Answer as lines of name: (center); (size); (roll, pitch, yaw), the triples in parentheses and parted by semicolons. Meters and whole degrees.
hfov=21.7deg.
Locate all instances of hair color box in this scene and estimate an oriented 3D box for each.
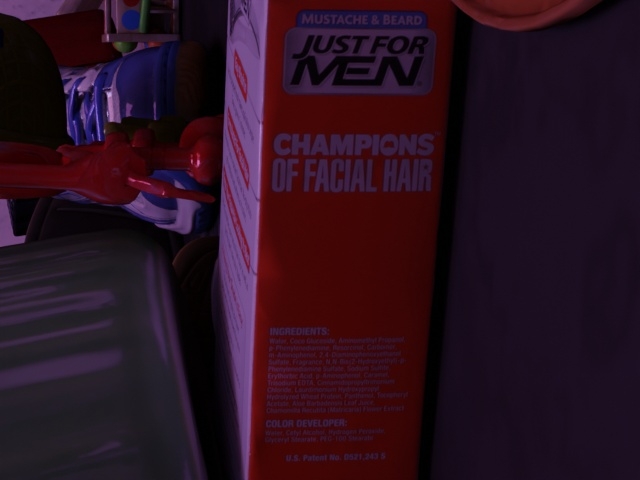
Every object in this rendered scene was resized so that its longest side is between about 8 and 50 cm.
hair color box: (0.000, 0.000, 0.481); (0.093, 0.053, 0.167); (-111, 21, -66)

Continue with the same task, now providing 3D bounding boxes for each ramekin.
ramekin: (-0.094, 0.141, 0.571); (0.303, 0.148, 0.303); (166, 90, -88)

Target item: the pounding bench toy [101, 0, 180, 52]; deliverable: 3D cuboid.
pounding bench toy: (-0.122, -0.161, 1.140); (0.083, 0.052, 0.065); (-151, 61, -78)

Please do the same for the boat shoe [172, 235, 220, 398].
boat shoe: (-0.050, 0.075, 0.747); (0.049, 0.056, 0.152); (162, 107, -74)

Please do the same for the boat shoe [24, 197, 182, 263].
boat shoe: (-0.146, 0.088, 1.123); (0.104, 0.110, 0.307); (106, 161, -53)

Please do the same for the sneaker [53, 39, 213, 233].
sneaker: (-0.137, -0.059, 1.021); (0.296, 0.131, 0.112); (168, 103, -78)

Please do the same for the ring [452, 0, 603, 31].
ring: (0.037, -0.211, 0.333); (0.336, 0.032, 0.337); (179, 90, -79)

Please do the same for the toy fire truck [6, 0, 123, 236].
toy fire truck: (-0.194, -0.148, 1.356); (0.217, 0.158, 0.246); (133, 125, -76)

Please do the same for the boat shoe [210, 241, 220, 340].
boat shoe: (-0.007, -0.022, 0.548); (0.040, 0.049, 0.142); (-104, 23, -73)

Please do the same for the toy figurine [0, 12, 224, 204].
toy figurine: (-0.123, -0.134, 0.679); (0.362, 0.191, 0.217); (-72, -17, -83)
